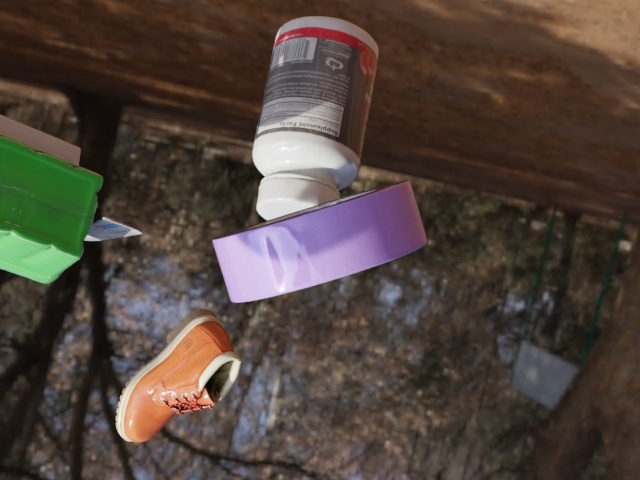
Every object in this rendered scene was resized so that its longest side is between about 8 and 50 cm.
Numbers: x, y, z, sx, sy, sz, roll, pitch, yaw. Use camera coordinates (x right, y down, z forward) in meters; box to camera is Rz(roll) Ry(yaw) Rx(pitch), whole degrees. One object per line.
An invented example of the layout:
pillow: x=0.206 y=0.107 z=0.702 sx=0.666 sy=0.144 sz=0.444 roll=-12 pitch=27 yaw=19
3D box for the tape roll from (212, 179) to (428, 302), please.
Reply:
tape roll: x=0.000 y=0.000 z=1.486 sx=0.275 sy=0.090 sz=0.275 roll=-18 pitch=-177 yaw=1

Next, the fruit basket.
fruit basket: x=-0.438 y=-0.062 z=1.396 sx=0.327 sy=0.165 sz=0.353 roll=23 pitch=170 yaw=-35

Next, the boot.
boot: x=-0.142 y=0.153 z=1.124 sx=0.059 sy=0.158 sz=0.084 roll=28 pitch=-168 yaw=-48

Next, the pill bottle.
pill bottle: x=-0.013 y=-0.185 z=1.813 sx=0.176 sy=0.318 sz=0.176 roll=9 pitch=161 yaw=3
